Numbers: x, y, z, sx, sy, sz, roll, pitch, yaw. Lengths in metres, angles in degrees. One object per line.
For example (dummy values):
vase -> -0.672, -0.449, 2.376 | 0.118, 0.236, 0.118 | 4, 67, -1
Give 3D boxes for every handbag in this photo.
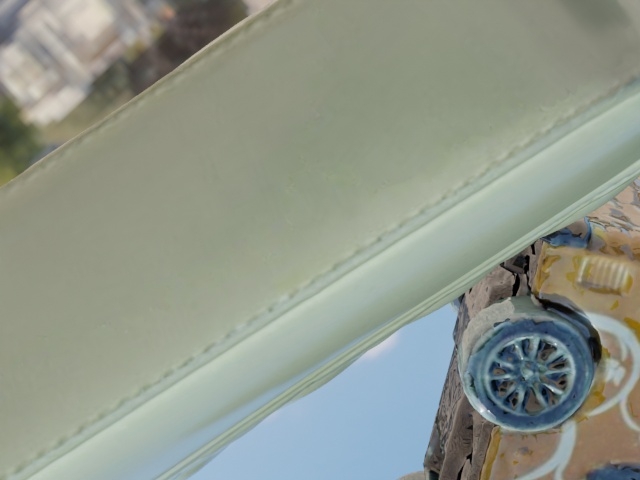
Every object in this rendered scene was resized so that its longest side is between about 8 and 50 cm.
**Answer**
handbag -> 0.000, 0.000, 0.546 | 0.256, 0.079, 0.219 | -32, 168, 9

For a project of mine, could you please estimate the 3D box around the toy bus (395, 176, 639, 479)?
toy bus -> 0.115, 0.113, 0.828 | 0.138, 0.167, 0.275 | -97, -160, -71
